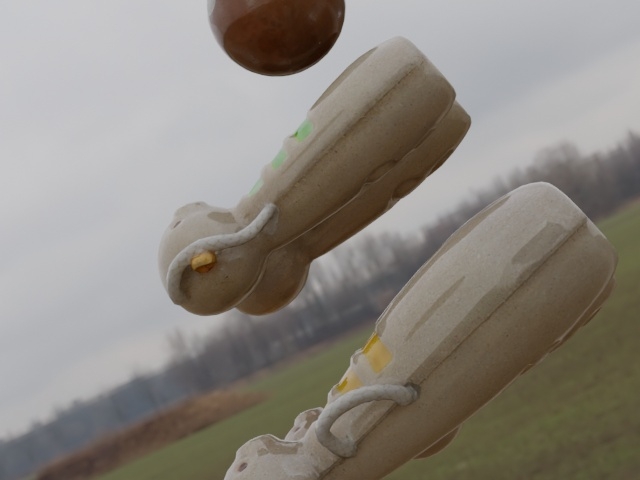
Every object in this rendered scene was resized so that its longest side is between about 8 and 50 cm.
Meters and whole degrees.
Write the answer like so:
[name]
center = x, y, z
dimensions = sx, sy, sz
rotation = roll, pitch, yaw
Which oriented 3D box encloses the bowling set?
[bowling set]
center = 0.000, 0.000, 0.635
dimensions = 0.154, 0.200, 0.287
rotation = -43, -13, 5
